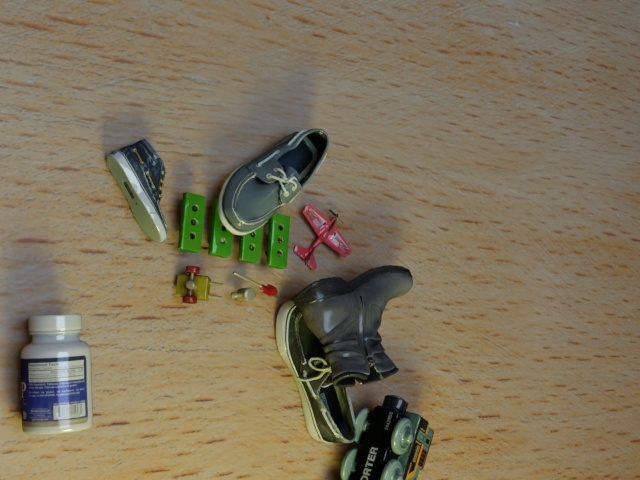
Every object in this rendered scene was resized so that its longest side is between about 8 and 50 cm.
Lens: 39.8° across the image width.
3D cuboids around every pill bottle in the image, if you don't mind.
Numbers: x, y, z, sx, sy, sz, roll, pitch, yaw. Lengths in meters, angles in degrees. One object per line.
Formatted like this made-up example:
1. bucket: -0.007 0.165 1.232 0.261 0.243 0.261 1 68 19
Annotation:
1. pill bottle: -0.429 0.215 1.436 0.112 0.112 0.187 1 84 -39

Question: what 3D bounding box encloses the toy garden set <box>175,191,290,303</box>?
1. toy garden set: -0.175 0.032 1.706 0.244 0.049 0.204 13 75 -38

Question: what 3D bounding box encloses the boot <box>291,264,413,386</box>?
1. boot: 0.102 0.181 1.805 0.338 0.118 0.223 -11 67 -43

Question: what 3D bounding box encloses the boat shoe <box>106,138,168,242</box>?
1. boat shoe: -0.307 -0.092 1.600 0.083 0.065 0.183 -35 105 -35

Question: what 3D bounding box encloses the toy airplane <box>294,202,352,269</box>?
1. toy airplane: 0.000 0.000 1.860 0.151 0.028 0.151 6 80 -37

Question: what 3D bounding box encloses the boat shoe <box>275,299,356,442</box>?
1. boat shoe: 0.000 0.266 1.779 0.113 0.105 0.306 -15 94 -39

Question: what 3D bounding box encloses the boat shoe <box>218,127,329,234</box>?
1. boat shoe: -0.086 -0.127 1.727 0.116 0.099 0.319 52 45 -10

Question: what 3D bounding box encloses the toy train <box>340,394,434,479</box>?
1. toy train: 0.130 0.494 1.833 0.190 0.142 0.334 42 60 -49
